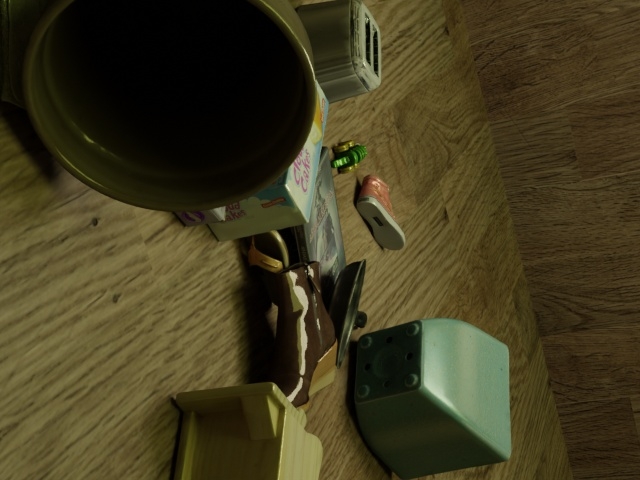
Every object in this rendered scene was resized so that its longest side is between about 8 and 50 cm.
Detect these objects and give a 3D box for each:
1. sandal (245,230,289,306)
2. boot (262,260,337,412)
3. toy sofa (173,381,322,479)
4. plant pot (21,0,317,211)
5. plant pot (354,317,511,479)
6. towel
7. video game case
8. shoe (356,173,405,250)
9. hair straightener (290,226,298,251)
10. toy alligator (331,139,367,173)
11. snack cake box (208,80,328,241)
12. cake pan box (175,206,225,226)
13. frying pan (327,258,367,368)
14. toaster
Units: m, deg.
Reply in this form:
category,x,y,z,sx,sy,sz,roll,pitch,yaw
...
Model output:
category,x,y,z,sx,sy,sz,roll,pitch,yaw
sandal,-0.086,0.039,1.757,0.049,0.072,0.180,-43,127,-40
boot,-0.055,0.151,1.701,0.248,0.090,0.207,-27,111,-61
toy sofa,-0.108,0.378,1.418,0.177,0.150,0.363,56,31,-49
plant pot,-0.163,-0.245,1.313,0.280,0.323,0.323,-89,157,-47
plant pot,0.191,0.278,2.112,0.252,0.247,0.248,40,43,-41
towel,-0.337,-0.219,1.288,0.110,0.027,0.148,13,68,-68
video game case,0.000,0.000,1.959,0.196,0.026,0.274,-65,152,-55
shoe,0.133,-0.059,2.329,0.178,0.063,0.081,52,39,-42
hair straightener,-0.066,-0.092,1.895,0.089,0.047,0.231,-24,107,-68
toy alligator,0.071,-0.175,2.246,0.189,0.051,0.056,-39,117,-66
snack cake box,-0.085,-0.135,1.707,0.089,0.152,0.264,58,29,-42
cake pan box,-0.201,-0.194,1.562,0.246,0.070,0.267,54,33,-51
frying pan,0.055,0.108,1.994,0.326,0.053,0.197,-56,159,-72
toaster,0.029,-0.351,2.096,0.129,0.146,0.227,45,40,-54
